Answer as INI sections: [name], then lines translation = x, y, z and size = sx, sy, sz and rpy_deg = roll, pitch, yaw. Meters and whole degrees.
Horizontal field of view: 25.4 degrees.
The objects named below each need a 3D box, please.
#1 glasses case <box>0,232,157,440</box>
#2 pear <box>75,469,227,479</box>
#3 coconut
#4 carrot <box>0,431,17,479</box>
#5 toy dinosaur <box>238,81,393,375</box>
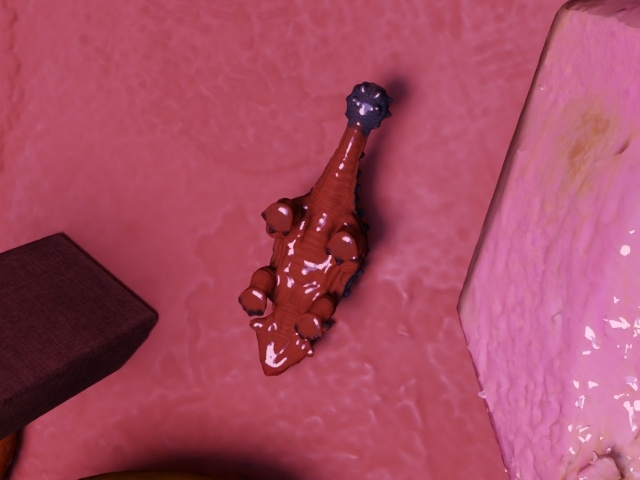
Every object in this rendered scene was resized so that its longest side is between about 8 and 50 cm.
[glasses case]
translation = -0.145, 0.049, 0.618
size = 0.071, 0.205, 0.047
rpy_deg = 40, 108, 6
[pear]
translation = -0.095, 0.200, 0.665
size = 0.180, 0.166, 0.216
rpy_deg = 48, 131, -9
[coconut]
translation = 0.174, 0.009, 0.514
size = 0.233, 0.233, 0.245
rpy_deg = 22, 107, 11
[carrot]
translation = -0.194, 0.137, 0.730
size = 0.048, 0.048, 0.139
rpy_deg = 30, 104, 9
[toy dinosaur]
translation = 0.000, 0.000, 0.647
size = 0.049, 0.055, 0.154
rpy_deg = 26, 113, 13
